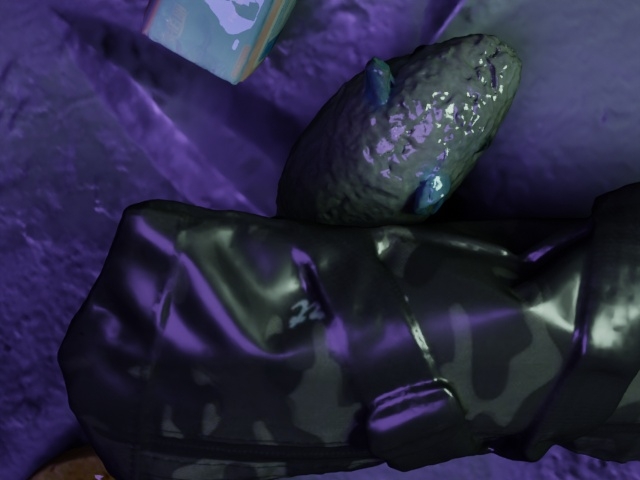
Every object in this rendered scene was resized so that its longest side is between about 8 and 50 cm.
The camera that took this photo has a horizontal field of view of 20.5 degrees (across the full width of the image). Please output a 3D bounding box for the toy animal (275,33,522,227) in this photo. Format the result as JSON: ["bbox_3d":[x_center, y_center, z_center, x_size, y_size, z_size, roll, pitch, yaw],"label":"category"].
[{"bbox_3d":[-0.004,-0.004,0.799,0.070,0.079,0.253,45,116,4],"label":"toy animal"}]

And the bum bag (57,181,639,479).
[{"bbox_3d":[0.064,0.040,0.728,0.340,0.095,0.144,-2,130,-6],"label":"bum bag"}]

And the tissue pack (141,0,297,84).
[{"bbox_3d":[-0.033,-0.125,0.771,0.058,0.074,0.094,27,113,0],"label":"tissue pack"}]

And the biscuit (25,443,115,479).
[{"bbox_3d":[-0.096,0.193,0.913,0.181,0.049,0.208,36,115,3],"label":"biscuit"}]
